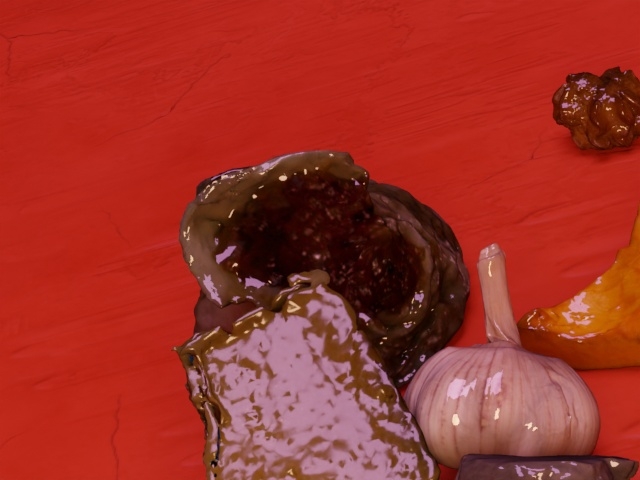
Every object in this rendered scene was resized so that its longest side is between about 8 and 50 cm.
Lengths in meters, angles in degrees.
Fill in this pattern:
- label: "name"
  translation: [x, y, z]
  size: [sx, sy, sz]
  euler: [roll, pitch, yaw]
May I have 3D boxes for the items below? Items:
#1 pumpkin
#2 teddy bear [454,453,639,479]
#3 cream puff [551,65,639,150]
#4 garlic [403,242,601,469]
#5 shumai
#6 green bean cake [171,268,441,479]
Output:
- label: "pumpkin"
  translation: [0.368, 0.040, 1.865]
  size: [0.290, 0.095, 0.258]
  euler: [16, 74, 44]
- label: "teddy bear"
  translation: [0.157, 0.286, 1.560]
  size: [0.171, 0.251, 0.144]
  euler: [15, -1, 13]
- label: "cream puff"
  translation: [0.345, -0.165, 2.256]
  size: [0.122, 0.094, 0.116]
  euler: [5, 36, 41]
- label: "garlic"
  translation: [0.176, 0.117, 1.770]
  size: [0.199, 0.226, 0.199]
  euler: [3, -7, 0]
- label: "shumai"
  translation: [0.000, 0.000, 1.993]
  size: [0.330, 0.288, 0.292]
  euler: [-37, 35, -24]
- label: "green bean cake"
  translation: [-0.046, 0.224, 1.714]
  size: [0.285, 0.202, 0.310]
  euler: [-23, 66, -3]
